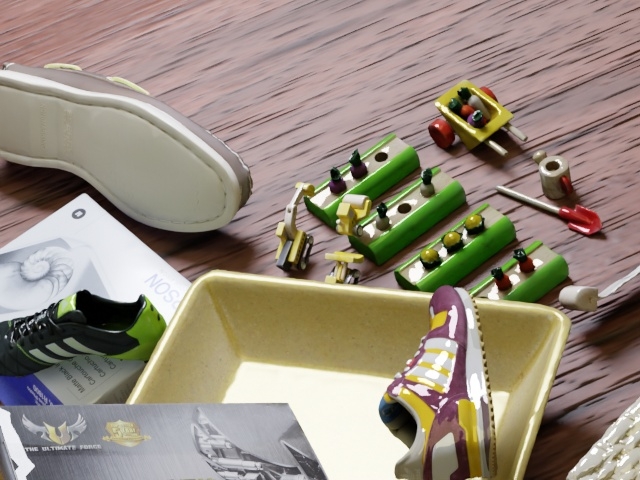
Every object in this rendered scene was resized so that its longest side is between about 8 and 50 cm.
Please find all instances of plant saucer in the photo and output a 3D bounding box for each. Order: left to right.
[{"bbox_3d":[0.004,0.175,1.409,0.333,0.081,0.333,5,43,21],"label":"plant saucer"}]

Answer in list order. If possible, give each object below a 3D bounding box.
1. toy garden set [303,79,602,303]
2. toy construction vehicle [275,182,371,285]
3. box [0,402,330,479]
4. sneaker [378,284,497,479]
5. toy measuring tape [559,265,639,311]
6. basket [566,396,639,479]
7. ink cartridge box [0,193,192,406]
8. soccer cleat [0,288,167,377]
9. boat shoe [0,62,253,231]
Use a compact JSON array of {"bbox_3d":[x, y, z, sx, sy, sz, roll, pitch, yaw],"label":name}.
[{"bbox_3d":[0.132,-0.043,1.614,0.204,0.049,0.244,-36,49,-18],"label":"toy garden set"},{"bbox_3d":[0.000,0.000,1.599,0.086,0.035,0.098,11,80,36],"label":"toy construction vehicle"},{"bbox_3d":[-0.101,0.189,1.243,0.231,0.056,0.183,2,35,-25],"label":"box"},{"bbox_3d":[0.082,0.103,1.357,0.084,0.069,0.185,-6,39,0],"label":"sneaker"},{"bbox_3d":[0.321,-0.065,1.532,0.330,0.121,0.121,-31,48,-15],"label":"toy measuring tape"},{"bbox_3d":[0.270,0.178,1.334,0.113,0.103,0.167,30,62,36],"label":"basket"},{"bbox_3d":[-0.233,0.080,1.603,0.224,0.045,0.223,-38,50,-19],"label":"ink cartridge box"},{"bbox_3d":[-0.218,0.074,1.523,0.179,0.072,0.060,-7,49,8],"label":"soccer cleat"},{"bbox_3d":[-0.187,-0.097,1.713,0.324,0.116,0.097,19,27,30],"label":"boat shoe"}]
